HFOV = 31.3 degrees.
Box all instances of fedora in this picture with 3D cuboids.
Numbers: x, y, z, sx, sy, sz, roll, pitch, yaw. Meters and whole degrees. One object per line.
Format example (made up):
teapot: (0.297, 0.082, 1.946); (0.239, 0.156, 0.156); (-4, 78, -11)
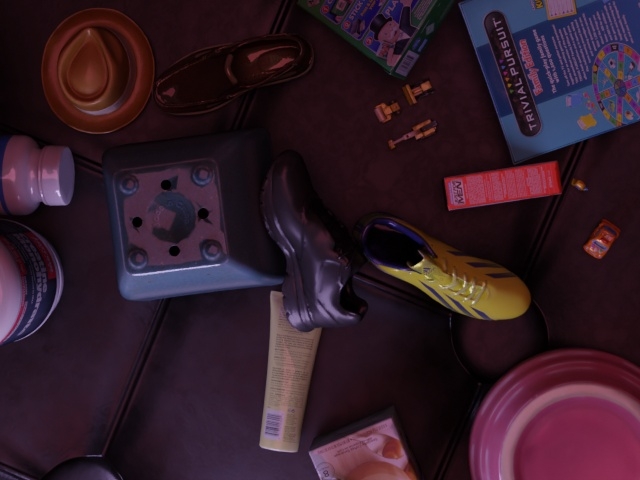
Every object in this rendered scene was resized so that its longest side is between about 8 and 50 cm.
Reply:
fedora: (-0.347, -0.262, 1.740); (0.194, 0.079, 0.194); (0, 92, 4)

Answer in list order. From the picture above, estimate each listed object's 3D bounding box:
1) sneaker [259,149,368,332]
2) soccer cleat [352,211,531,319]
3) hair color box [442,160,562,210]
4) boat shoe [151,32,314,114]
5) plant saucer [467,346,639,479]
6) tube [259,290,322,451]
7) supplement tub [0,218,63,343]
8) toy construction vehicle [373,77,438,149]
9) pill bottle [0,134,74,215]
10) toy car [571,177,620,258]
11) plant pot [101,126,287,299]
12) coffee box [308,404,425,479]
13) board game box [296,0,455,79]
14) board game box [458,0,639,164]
sneaker: (0.000, 0.000, 1.659); (0.130, 0.109, 0.286); (-1, 118, 29)
soccer cleat: (0.178, 0.046, 1.697); (0.289, 0.121, 0.093); (26, 93, 2)
hair color box: (0.268, -0.081, 1.701); (0.167, 0.093, 0.053); (-7, 92, 5)
boat shoe: (-0.138, -0.259, 1.718); (0.257, 0.095, 0.095); (-20, 91, 4)
plant saucer: (0.390, 0.329, 1.715); (0.332, 0.084, 0.332); (0, 92, 3)
tube: (-0.046, 0.202, 1.754); (0.062, 0.070, 0.240); (4, 85, 47)
supplement tub: (-0.494, 0.064, 1.665); (0.191, 0.272, 0.191); (0, 93, 4)
toy construction vehicle: (0.136, -0.193, 1.733); (0.098, 0.035, 0.086); (-23, 91, 4)
pill bottle: (-0.493, -0.100, 1.734); (0.221, 0.124, 0.124); (0, 92, 3)
toy car: (0.403, -0.032, 1.720); (0.060, 0.040, 0.122); (-38, 90, 4)
plant pot: (-0.196, -0.036, 1.654); (0.247, 0.252, 0.248); (-7, 91, 5)
coffee box: (0.096, 0.395, 1.728); (0.141, 0.098, 0.247); (-24, 91, 5)
board game box: (0.125, -0.422, 1.645); (0.213, 0.046, 0.317); (43, 107, 31)
board game box: (0.401, -0.284, 1.640); (0.336, 0.079, 0.254); (-18, 91, 24)
